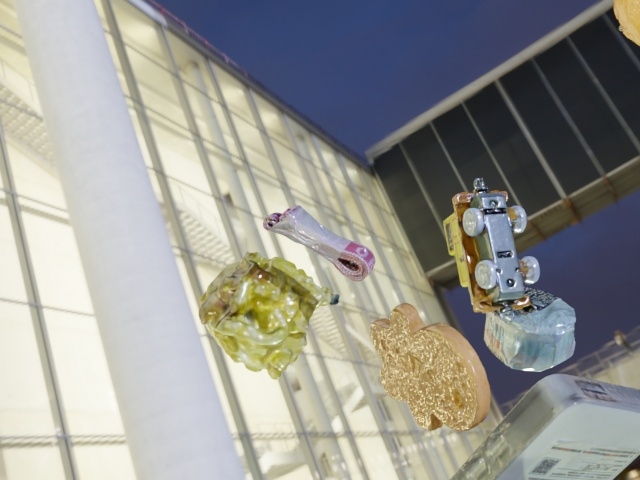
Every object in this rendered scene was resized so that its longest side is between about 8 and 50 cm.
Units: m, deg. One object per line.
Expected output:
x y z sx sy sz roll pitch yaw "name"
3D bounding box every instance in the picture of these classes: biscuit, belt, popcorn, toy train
0.218 0.259 1.482 0.052 0.275 0.355 -18 6 -26 "biscuit"
0.000 0.000 1.423 0.053 0.232 0.071 -51 -14 -55 "belt"
-0.122 0.154 1.591 0.293 0.293 0.237 -26 -59 8 "popcorn"
0.246 0.018 1.087 0.089 0.219 0.127 -5 -15 -17 "toy train"
0.529 0.219 1.855 0.207 0.257 0.150 -8 -69 -13 "belt"

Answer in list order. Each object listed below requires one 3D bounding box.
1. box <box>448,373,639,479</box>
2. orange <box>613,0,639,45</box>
0.509 0.466 1.584 0.396 0.111 0.397 17 -62 -34 "box"
0.610 -0.418 1.251 0.219 0.219 0.193 -9 -22 -27 "orange"
